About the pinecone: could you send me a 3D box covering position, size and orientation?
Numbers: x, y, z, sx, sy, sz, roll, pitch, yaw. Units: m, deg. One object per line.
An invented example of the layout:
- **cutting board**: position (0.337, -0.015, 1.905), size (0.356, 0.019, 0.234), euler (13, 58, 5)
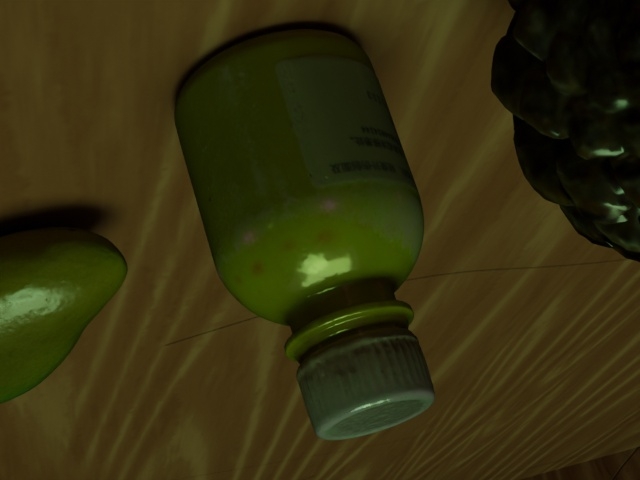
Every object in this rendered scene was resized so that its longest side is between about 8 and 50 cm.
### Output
- **pinecone**: position (0.204, -0.087, 0.628), size (0.224, 0.224, 0.272), euler (-24, 162, 15)

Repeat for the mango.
- **mango**: position (-0.220, 0.050, 0.821), size (0.122, 0.085, 0.191), euler (13, 134, -36)

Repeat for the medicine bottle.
- **medicine bottle**: position (0.000, 0.000, 0.680), size (0.122, 0.212, 0.122), euler (-15, 159, -6)
